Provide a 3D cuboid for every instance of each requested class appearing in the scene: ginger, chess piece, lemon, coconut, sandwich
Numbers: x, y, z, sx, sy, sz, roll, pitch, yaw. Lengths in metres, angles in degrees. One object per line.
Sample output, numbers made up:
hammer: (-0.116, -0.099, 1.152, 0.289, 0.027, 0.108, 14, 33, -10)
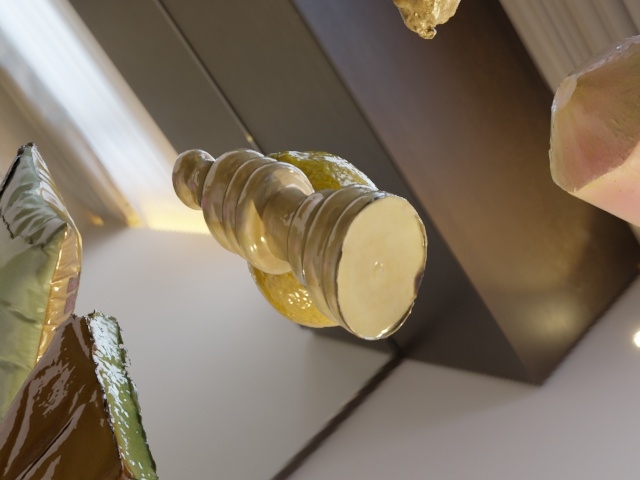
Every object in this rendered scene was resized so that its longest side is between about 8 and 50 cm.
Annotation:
ginger: (0.109, -0.294, 1.026, 0.069, 0.095, 0.190, 5, -96, 35)
chess piece: (-0.046, -0.026, 1.028, 0.307, 0.139, 0.124, 27, -94, 41)
lemon: (0.000, 0.000, 1.243, 0.187, 0.244, 0.187, -16, -156, 8)
coconut: (0.418, -0.147, 1.395, 0.233, 0.245, 0.233, -51, -159, 28)
sandwich: (-0.275, 0.202, 1.028, 0.212, 0.063, 0.245, -36, -141, 7)

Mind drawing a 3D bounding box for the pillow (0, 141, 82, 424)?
pillow: (-0.392, 0.062, 1.394, 0.312, 0.119, 0.310, 49, -57, 57)
